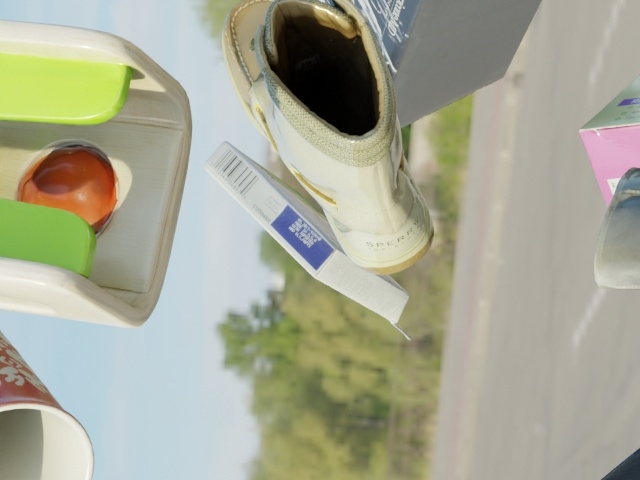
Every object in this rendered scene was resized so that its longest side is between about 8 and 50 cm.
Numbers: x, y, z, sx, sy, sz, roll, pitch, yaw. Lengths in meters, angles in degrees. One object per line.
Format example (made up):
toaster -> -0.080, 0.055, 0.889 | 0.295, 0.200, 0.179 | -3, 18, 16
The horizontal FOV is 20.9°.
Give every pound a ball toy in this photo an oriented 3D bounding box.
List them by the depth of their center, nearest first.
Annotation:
pound a ball toy -> -0.181, -0.073, 0.875 | 0.136, 0.319, 0.208 | 43, -125, -69

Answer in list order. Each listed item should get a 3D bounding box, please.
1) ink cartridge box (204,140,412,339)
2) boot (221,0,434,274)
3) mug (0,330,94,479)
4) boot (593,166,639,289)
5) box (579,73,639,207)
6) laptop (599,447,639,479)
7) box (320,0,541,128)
ink cartridge box -> 0.000, 0.000, 1.932 | 0.045, 0.223, 0.224 | -49, -37, 4
boot -> -0.008, -0.098, 1.014 | 0.213, 0.077, 0.165 | 59, 176, 29
mug -> -0.239, 0.102, 1.074 | 0.169, 0.150, 0.113 | 45, 117, 49
boot -> 0.308, -0.030, 1.172 | 0.190, 0.208, 0.076 | -53, -52, -33
box -> 0.363, -0.099, 1.350 | 0.243, 0.213, 0.117 | -41, -65, -39
laptop -> 0.507, 0.390, 1.932 | 0.382, 0.407, 0.236 | 54, 132, 41
box -> 0.069, -0.323, 1.740 | 0.313, 0.179, 0.343 | 58, 165, 14
